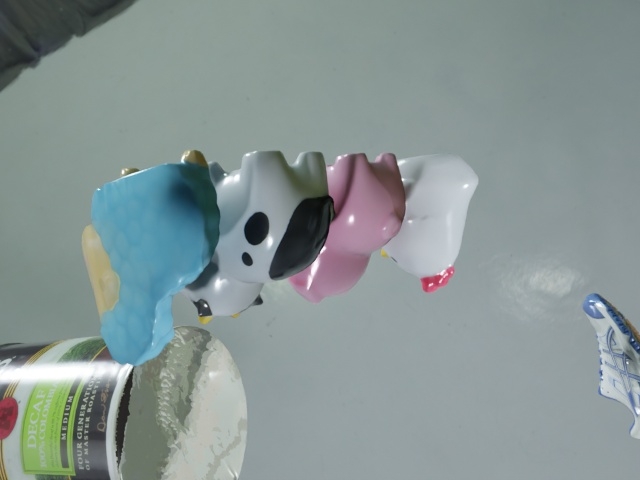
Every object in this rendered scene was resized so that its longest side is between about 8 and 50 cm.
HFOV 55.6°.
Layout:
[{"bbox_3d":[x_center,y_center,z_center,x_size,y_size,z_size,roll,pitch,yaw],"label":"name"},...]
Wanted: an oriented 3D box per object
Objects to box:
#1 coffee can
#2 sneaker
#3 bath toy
[{"bbox_3d":[-0.248,0.203,0.658,0.275,0.201,0.202,-9,63,26],"label":"coffee can"},{"bbox_3d":[0.592,0.250,1.205,0.131,0.112,0.296,-39,63,28],"label":"sneaker"},{"bbox_3d":[0.000,0.000,0.487,0.151,0.348,0.129,-7,92,46],"label":"bath toy"}]
